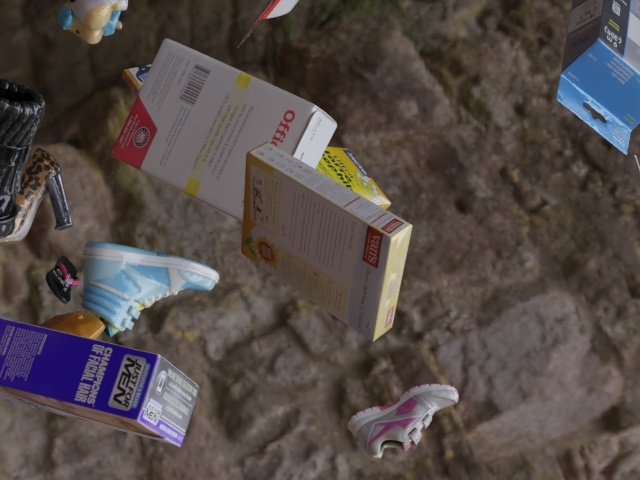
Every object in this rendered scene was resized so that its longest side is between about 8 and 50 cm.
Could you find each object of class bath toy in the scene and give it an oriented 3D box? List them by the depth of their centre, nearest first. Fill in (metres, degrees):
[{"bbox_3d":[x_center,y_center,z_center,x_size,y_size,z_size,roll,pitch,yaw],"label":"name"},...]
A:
[{"bbox_3d":[-0.400,-0.502,1.876,0.348,0.129,0.151,130,-30,-59],"label":"bath toy"}]

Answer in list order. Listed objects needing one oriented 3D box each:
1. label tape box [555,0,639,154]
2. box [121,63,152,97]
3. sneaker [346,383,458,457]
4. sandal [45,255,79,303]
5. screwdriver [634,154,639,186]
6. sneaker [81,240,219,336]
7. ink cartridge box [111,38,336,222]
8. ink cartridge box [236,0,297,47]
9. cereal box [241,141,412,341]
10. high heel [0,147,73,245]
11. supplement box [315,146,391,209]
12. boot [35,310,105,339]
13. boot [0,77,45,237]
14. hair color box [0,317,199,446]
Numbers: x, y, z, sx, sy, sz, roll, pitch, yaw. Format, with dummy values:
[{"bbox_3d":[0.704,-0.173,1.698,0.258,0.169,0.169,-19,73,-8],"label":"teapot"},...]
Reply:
[{"bbox_3d":[0.647,-0.392,2.224,0.106,0.240,0.334,-25,-138,49],"label":"label tape box"},{"bbox_3d":[-0.392,-0.382,2.432,0.081,0.136,0.028,52,-39,22],"label":"box"},{"bbox_3d":[0.191,0.397,2.232,0.103,0.252,0.111,62,3,-62],"label":"sneaker"},{"bbox_3d":[-0.520,0.071,2.097,0.067,0.040,0.179,54,9,-21],"label":"sandal"},{"bbox_3d":[0.716,-0.141,2.278,0.025,0.024,0.170,55,3,35],"label":"screwdriver"},{"bbox_3d":[-0.396,0.127,2.325,0.127,0.319,0.208,175,-74,-66],"label":"sneaker"},{"bbox_3d":[-0.201,-0.214,2.158,0.384,0.279,0.160,27,2,20],"label":"ink cartridge box"},{"bbox_3d":[-0.041,-0.427,1.719,0.181,0.056,0.225,-36,-154,56],"label":"ink cartridge box"},{"bbox_3d":[0.000,0.000,1.308,0.240,0.047,0.173,32,-45,27],"label":"cereal box"},{"bbox_3d":[-0.685,-0.088,2.236,0.093,0.261,0.186,133,-58,-83],"label":"high heel"},{"bbox_3d":[-0.017,-0.094,2.441,0.194,0.195,0.356,53,22,14],"label":"supplement box"},{"bbox_3d":[-0.517,0.223,2.134,0.295,0.211,0.104,11,-63,32],"label":"boot"},{"bbox_3d":[-0.623,-0.142,1.605,0.131,0.348,0.260,54,-46,45],"label":"boot"},{"bbox_3d":[-0.377,0.210,1.559,0.185,0.338,0.110,61,42,-64],"label":"hair color box"}]
